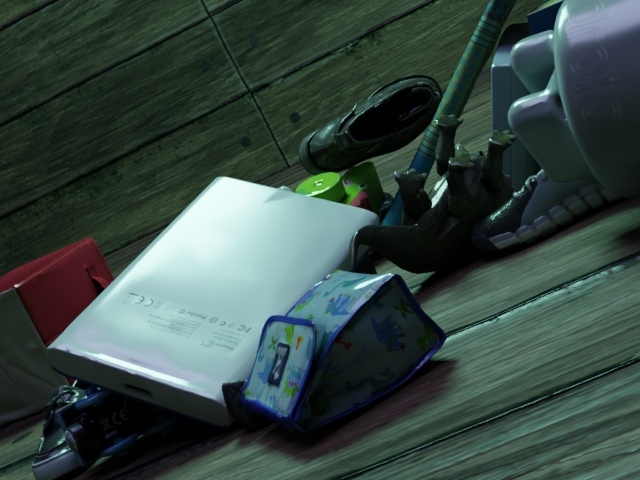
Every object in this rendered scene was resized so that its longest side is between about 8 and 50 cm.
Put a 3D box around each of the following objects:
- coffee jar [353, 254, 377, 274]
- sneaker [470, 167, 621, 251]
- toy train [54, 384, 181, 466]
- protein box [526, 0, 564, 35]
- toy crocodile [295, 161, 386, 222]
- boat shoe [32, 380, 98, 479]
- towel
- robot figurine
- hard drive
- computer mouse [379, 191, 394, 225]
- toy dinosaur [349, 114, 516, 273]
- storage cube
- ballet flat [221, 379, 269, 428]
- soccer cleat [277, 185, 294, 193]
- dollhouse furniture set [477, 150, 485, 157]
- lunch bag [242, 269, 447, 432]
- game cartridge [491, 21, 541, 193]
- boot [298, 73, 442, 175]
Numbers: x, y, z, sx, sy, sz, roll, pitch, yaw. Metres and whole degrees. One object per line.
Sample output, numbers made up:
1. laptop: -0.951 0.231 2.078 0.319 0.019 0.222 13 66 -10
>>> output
1. coffee jar: -0.027 0.068 1.378 0.184 0.079 0.096 -33 13 -30
2. sneaker: 0.243 -0.086 1.300 0.229 0.132 0.086 -25 8 9
3. toy train: -0.185 0.166 1.286 0.184 0.080 0.105 -28 2 -27
4. protein box: 0.391 -0.235 1.523 0.201 0.199 0.136 -22 9 23
5. toy crocodile: 0.000 0.000 1.587 0.105 0.115 0.340 -2 26 34
6. boat shoe: -0.270 0.193 1.379 0.080 0.076 0.228 -25 8 16
7. towel: 0.178 -0.175 1.657 0.370 0.040 0.271 -65 -3 16
8. robot figurine: 0.347 -0.155 1.108 0.354 0.200 0.299 -15 56 30
9. hard drive: -0.101 0.051 1.297 0.210 0.040 0.318 14 41 25
10. computer mouse: 0.062 -0.013 1.795 0.071 0.041 0.242 -9 19 19
11. toy dinosaur: 0.142 -0.033 1.368 0.121 0.160 0.313 12 39 24
12. storage cube: -0.408 0.135 1.816 0.215 0.183 0.193 -22 11 30
13. ballet flat: -0.013 0.113 1.154 0.173 0.049 0.057 -31 11 -29
14. soccer cleat: -0.152 0.039 1.744 0.331 0.143 0.116 -29 8 -15
15. dollhouse furniture set: 0.209 -0.103 1.781 0.152 0.058 0.076 -25 8 12
16. lunch bag: 0.007 0.098 1.064 0.151 0.096 0.129 -44 15 -16
17. game cartridge: 0.265 -0.181 1.615 0.060 0.196 0.294 -2 16 17
18. boot: 0.102 -0.167 1.678 0.263 0.091 0.229 -33 4 -22
